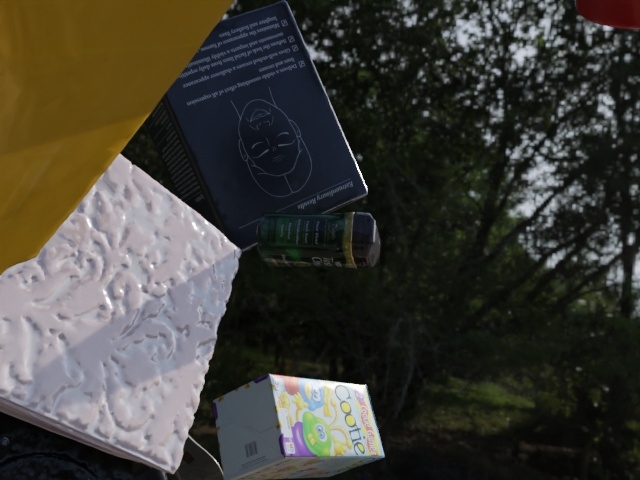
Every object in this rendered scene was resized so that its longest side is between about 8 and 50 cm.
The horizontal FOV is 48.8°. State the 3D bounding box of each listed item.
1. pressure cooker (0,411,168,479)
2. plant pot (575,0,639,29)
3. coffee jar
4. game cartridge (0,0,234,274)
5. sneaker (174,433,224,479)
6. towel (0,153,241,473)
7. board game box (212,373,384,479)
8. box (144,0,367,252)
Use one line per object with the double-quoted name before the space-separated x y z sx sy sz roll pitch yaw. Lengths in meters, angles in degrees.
"pressure cooker" -0.430 0.356 0.924 0.370 0.375 0.420 42 -32 -25
"plant pot" 0.344 -0.322 0.692 0.191 0.191 0.174 2 -50 29
"coffee jar" 0.000 0.000 1.094 0.184 0.079 0.096 0 -22 12
"game cartridge" -0.222 -0.038 0.353 0.324 0.052 0.285 -37 -8 38
"sneaker" -0.271 0.452 1.470 0.083 0.222 0.118 -36 0 -13
"towel" -0.251 0.067 0.835 0.053 0.332 0.317 -17 -43 38
"board game box" -0.034 0.335 1.254 0.144 0.142 0.275 -30 -31 30
"box" -0.142 -0.199 1.341 0.293 0.395 0.212 -25 4 -22
